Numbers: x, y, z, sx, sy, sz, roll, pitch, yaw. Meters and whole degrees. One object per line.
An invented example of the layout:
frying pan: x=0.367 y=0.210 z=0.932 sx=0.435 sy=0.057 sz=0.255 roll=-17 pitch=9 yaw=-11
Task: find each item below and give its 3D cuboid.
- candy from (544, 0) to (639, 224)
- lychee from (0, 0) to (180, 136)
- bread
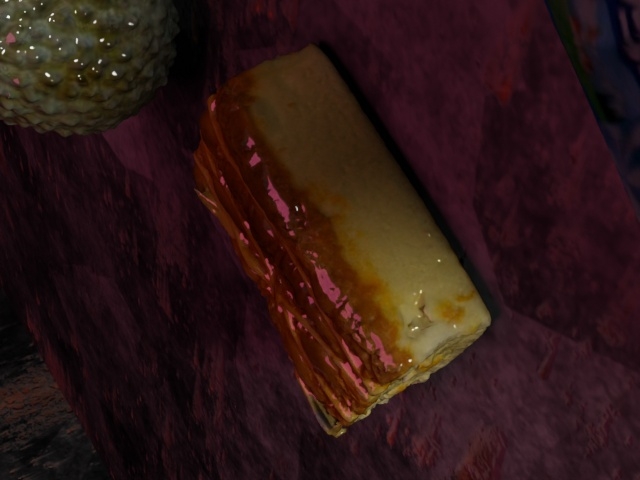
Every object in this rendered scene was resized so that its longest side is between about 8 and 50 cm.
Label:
candy: x=0.190 y=-0.062 z=0.490 sx=0.331 sy=0.077 sz=0.187 roll=66 pitch=157 yaw=-5
lychee: x=-0.263 y=-0.218 z=1.038 sx=0.255 sy=0.274 sz=0.255 roll=15 pitch=128 yaw=19
bread: x=0.000 y=0.000 z=0.864 sx=0.275 sy=0.114 sz=0.185 roll=61 pitch=153 yaw=16
